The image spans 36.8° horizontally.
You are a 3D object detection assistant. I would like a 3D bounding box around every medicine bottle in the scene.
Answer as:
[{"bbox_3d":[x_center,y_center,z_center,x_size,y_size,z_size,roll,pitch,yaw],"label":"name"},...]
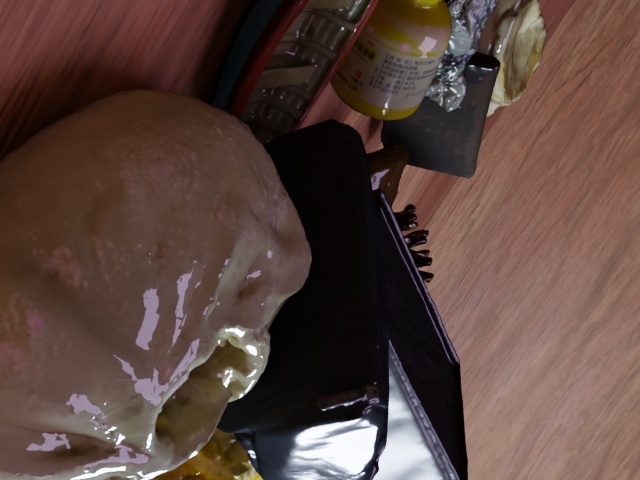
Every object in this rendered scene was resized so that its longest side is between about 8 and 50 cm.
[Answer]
[{"bbox_3d":[0.094,-0.253,1.111,0.122,0.122,0.212,-45,165,-44],"label":"medicine bottle"}]

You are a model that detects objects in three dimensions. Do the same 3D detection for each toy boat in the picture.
[{"bbox_3d":[-0.014,-0.196,0.861,0.136,0.079,0.392,-20,149,-52],"label":"toy boat"}]

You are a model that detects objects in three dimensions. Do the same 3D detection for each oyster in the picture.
[{"bbox_3d":[0.173,-0.327,1.210,0.162,0.158,0.351,-16,131,-31],"label":"oyster"}]

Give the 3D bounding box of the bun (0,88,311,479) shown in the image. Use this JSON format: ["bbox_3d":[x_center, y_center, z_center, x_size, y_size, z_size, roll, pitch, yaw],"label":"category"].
[{"bbox_3d":[-0.148,0.059,0.726,0.365,0.219,0.365,-51,172,-10],"label":"bun"}]

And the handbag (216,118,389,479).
[{"bbox_3d":[-0.028,0.066,0.895,0.275,0.177,0.302,72,14,-66],"label":"handbag"}]

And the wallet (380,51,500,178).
[{"bbox_3d":[0.179,-0.198,1.501,0.309,0.165,0.042,85,19,-64],"label":"wallet"}]

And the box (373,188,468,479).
[{"bbox_3d":[0.039,0.157,1.223,0.251,0.204,0.345,-83,151,-53],"label":"box"}]

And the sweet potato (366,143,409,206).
[{"bbox_3d":[-0.010,0.010,1.372,0.370,0.158,0.158,-60,169,20],"label":"sweet potato"}]

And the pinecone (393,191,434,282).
[{"bbox_3d":[0.066,0.034,1.577,0.264,0.264,0.264,-53,169,-15],"label":"pinecone"}]

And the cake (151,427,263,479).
[{"bbox_3d":[-0.202,0.316,1.260,0.286,0.222,0.227,-57,167,5],"label":"cake"}]

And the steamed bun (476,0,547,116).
[{"bbox_3d":[0.248,-0.301,1.602,0.428,0.189,0.247,-17,121,-70],"label":"steamed bun"}]
